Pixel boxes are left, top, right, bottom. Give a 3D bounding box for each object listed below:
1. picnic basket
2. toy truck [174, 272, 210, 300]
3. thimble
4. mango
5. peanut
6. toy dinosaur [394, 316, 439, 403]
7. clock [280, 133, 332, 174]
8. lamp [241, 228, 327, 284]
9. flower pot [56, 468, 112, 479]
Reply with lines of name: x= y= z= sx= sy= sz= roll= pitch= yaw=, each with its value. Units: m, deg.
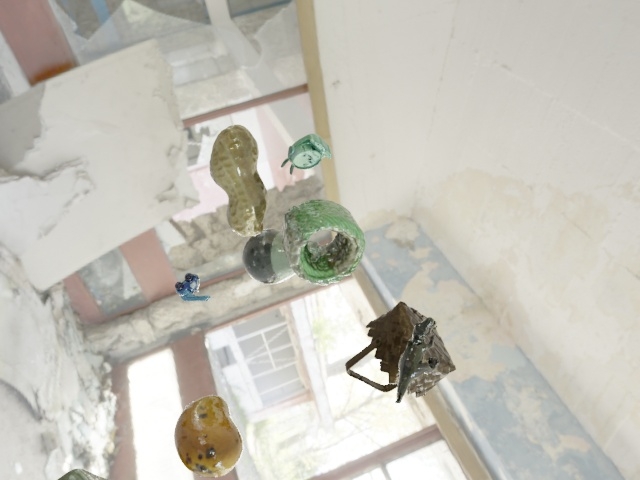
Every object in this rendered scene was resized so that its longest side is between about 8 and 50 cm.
picnic basket: x=0.272 y=0.417 z=1.798 sx=0.254 sy=0.321 sz=0.291 roll=34 pitch=25 yaw=-35
toy truck: x=-0.344 y=0.136 z=1.373 sx=0.090 sy=0.073 sz=0.056 roll=45 pitch=-8 yaw=4
thimble: x=0.000 y=0.000 z=1.336 sx=0.150 sy=0.219 sz=0.219 roll=-118 pitch=-167 yaw=-52
mango: x=-0.207 y=0.352 z=0.920 sx=0.178 sy=0.115 sz=0.090 roll=45 pitch=-50 yaw=54
peanut: x=-0.211 y=-0.148 z=1.320 sx=0.120 sy=0.136 sz=0.298 roll=-66 pitch=147 yaw=-68
toy dinosaur: x=0.198 y=0.264 z=1.161 sx=0.087 sy=0.179 sz=0.187 roll=7 pitch=-87 yaw=42
clock: x=-0.043 y=-0.232 z=1.389 sx=0.101 sy=0.135 sz=0.041 roll=31 pitch=38 yaw=-54
lamp: x=-0.112 y=0.037 z=1.612 sx=0.314 sy=0.182 sz=0.182 roll=-17 pitch=-87 yaw=35
flower pot: x=-0.468 y=0.603 z=1.004 sx=0.189 sy=0.209 sz=0.239 roll=11 pitch=-31 yaw=40
